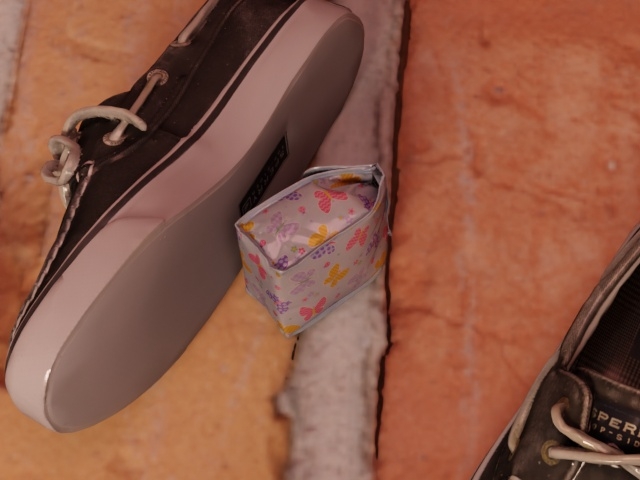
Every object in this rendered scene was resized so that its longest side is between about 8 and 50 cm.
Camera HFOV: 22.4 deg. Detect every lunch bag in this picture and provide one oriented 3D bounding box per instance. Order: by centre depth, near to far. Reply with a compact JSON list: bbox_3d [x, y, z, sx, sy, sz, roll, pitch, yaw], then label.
[{"bbox_3d":[0.000,0.000,0.862,0.083,0.071,0.053,-32,61,-15],"label":"lunch bag"}]

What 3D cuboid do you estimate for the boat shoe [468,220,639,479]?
[{"bbox_3d":[0.138,0.097,0.779,0.121,0.119,0.335,20,61,10],"label":"boat shoe"}]

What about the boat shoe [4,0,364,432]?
[{"bbox_3d":[-0.090,-0.034,0.859,0.105,0.113,0.306,21,59,19],"label":"boat shoe"}]
